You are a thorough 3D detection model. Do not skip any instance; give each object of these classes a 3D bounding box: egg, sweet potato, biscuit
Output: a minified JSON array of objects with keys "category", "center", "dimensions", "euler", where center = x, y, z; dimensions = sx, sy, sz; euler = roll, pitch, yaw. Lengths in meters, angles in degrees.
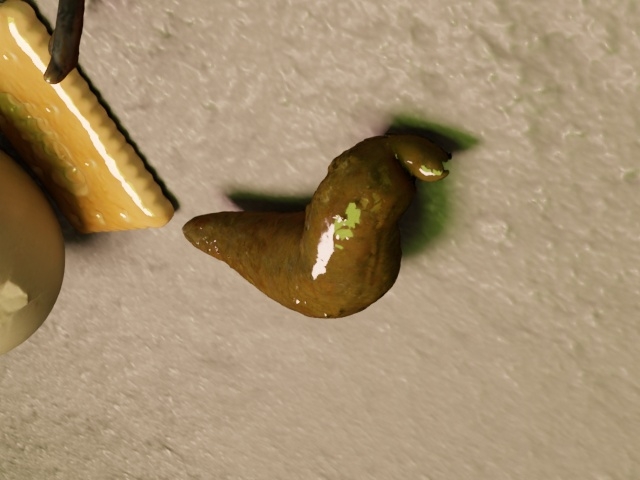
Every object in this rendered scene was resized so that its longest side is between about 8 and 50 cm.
[{"category":"egg","center":[-0.358,0.008,1.307],"dimensions":[0.219,0.219,0.269],"euler":[10,156,37]},{"category":"sweet potato","center":[0.002,0.003,1.094],"dimensions":[0.310,0.098,0.124],"euler":[-20,94,55]},{"category":"biscuit","center":[-0.248,-0.105,1.270],"dimensions":[0.160,0.030,0.250],"euler":[-3,129,47]}]

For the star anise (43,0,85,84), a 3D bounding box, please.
[{"category":"star anise","center":[-0.289,-0.253,1.001],"dimensions":[0.237,0.148,0.346],"euler":[-19,121,38]}]
